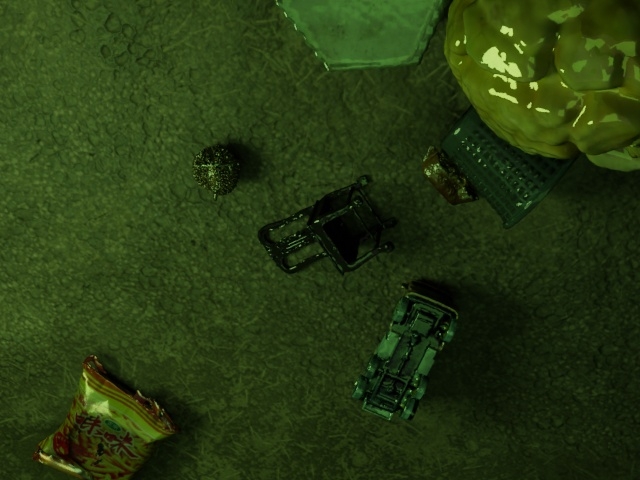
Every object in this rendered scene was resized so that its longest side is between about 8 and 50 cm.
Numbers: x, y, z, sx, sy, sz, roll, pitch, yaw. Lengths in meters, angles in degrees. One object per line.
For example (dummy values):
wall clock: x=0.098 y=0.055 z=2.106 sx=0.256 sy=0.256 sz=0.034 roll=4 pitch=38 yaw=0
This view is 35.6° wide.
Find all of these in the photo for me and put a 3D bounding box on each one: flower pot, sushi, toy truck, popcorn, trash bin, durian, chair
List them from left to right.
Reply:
durian: x=-0.167 y=-0.108 z=1.587 sx=0.080 sy=0.080 sz=0.091 roll=11 pitch=101 yaw=6
chair: x=0.000 y=0.000 z=1.599 sx=0.229 sy=0.113 sz=0.106 roll=-28 pitch=109 yaw=22
flower pot: x=0.070 y=-0.354 z=1.323 sx=0.209 sy=0.189 sz=0.239 roll=-29 pitch=109 yaw=26
toy truck: x=0.138 y=0.187 z=1.668 sx=0.108 sy=0.140 sz=0.256 roll=23 pitch=110 yaw=-1
sushi: x=0.198 y=-0.100 z=1.527 sx=0.060 sy=0.061 sz=0.118 roll=-37 pitch=127 yaw=19
trash bin: x=0.269 y=-0.133 z=1.437 sx=0.161 sy=0.175 sz=0.175 roll=43 pitch=120 yaw=1
popcorn: x=0.322 y=-0.265 z=1.196 sx=0.390 sy=0.354 sz=0.344 roll=24 pitch=98 yaw=42

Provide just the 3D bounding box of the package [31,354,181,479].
package: x=-0.411 y=0.369 z=1.911 sx=0.223 sy=0.108 sz=0.288 roll=35 pitch=114 yaw=-3
